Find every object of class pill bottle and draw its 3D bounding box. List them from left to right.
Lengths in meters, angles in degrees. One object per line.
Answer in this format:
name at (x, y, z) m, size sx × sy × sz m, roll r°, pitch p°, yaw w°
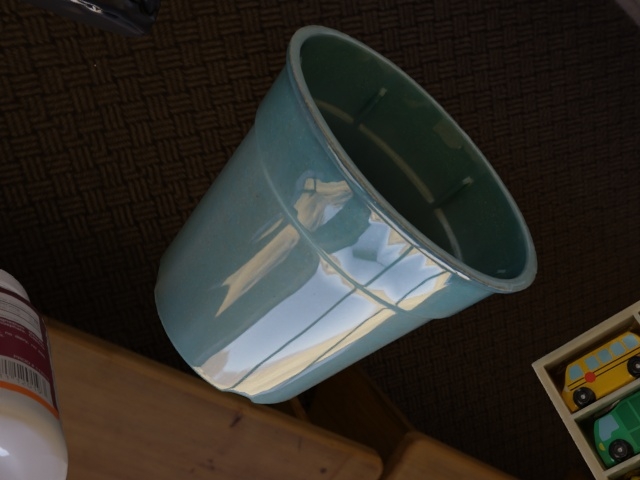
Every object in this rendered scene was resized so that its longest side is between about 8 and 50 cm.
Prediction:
pill bottle at (-0.465, 0.188, 0.771) m, size 0.224 × 0.392 × 0.224 m, roll -12°, pitch 117°, yaw -24°

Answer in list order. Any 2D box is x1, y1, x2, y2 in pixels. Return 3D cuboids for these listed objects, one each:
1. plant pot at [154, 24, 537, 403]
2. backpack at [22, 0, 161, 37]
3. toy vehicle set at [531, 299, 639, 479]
plant pot at (0.000, 0.000, 0.691) m, size 0.341 × 0.341 × 0.334 m, roll 31°, pitch 125°, yaw -25°
backpack at (-0.232, -0.405, 0.546) m, size 0.290 × 0.273 × 0.356 m, roll 11°, pitch 98°, yaw -41°
toy vehicle set at (0.306, 0.093, 0.415) m, size 0.267 × 0.166 × 0.035 m, roll -37°, pitch 136°, yaw 18°
